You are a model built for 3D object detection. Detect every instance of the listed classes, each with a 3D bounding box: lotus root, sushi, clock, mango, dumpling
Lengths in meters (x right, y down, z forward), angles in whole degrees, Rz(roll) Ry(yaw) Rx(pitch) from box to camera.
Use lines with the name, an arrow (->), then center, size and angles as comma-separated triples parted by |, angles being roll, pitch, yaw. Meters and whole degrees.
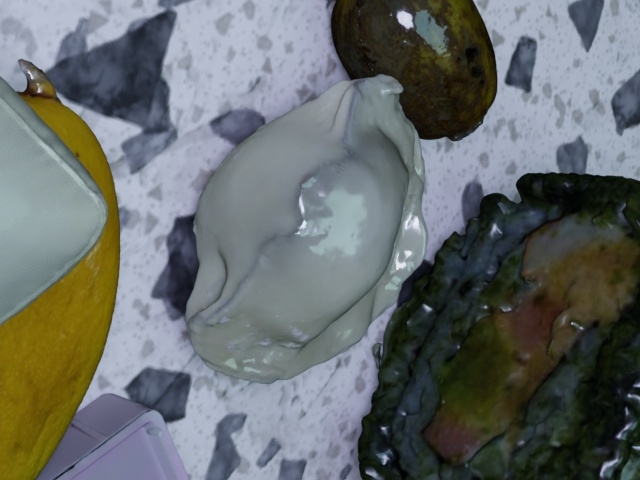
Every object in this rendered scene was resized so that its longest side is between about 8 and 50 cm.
lotus root -> 0.072, -0.157, 1.210 | 0.120, 0.120, 0.209 | -52, 130, -19
sushi -> 0.191, 0.124, 1.263 | 0.178, 0.294, 0.352 | 33, 80, -43
clock -> -0.186, 0.222, 1.114 | 0.197, 0.063, 0.150 | -36, 121, -29
mango -> -0.215, 0.038, 1.011 | 0.176, 0.119, 0.316 | -9, 109, -47
dumpling -> 0.000, 0.000, 1.167 | 0.258, 0.147, 0.193 | -54, 134, -8

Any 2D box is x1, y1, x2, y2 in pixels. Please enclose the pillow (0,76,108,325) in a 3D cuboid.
pillow -> -0.299, -0.049, 0.801 | 0.255, 0.120, 0.322 | -38, 113, -1
